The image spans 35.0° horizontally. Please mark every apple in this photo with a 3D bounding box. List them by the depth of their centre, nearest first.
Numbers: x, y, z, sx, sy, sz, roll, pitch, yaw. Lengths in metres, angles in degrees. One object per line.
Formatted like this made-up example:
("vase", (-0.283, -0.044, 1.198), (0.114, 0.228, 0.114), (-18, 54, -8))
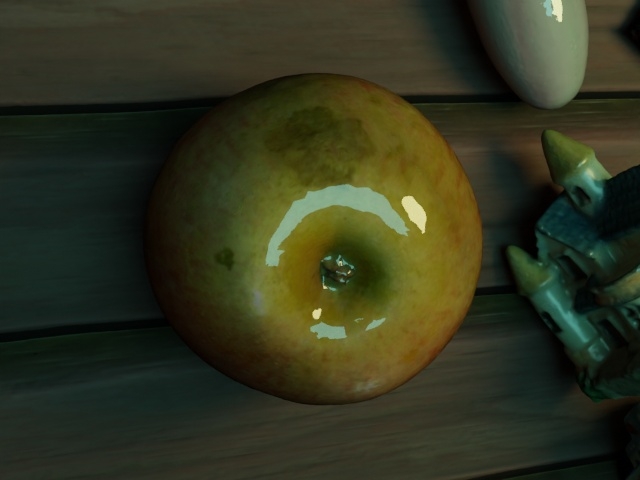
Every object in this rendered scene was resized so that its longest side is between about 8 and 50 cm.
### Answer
("apple", (0.000, 0.000, 1.070), (0.364, 0.364, 0.363), (-2, 95, -20))

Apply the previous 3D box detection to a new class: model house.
("model house", (0.351, 0.013, 1.246), (0.194, 0.267, 0.325), (-41, 95, -26))

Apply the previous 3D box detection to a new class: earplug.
("earplug", (0.249, -0.301, 1.228), (0.172, 0.172, 0.301), (-28, 109, -16))

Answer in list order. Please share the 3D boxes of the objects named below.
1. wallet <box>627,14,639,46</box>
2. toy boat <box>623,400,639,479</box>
("wallet", (0.564, -0.293, 1.387), (0.262, 0.071, 0.221), (37, 81, -26))
("toy boat", (0.480, 0.229, 1.292), (0.145, 0.331, 0.133), (-18, 62, -15))
